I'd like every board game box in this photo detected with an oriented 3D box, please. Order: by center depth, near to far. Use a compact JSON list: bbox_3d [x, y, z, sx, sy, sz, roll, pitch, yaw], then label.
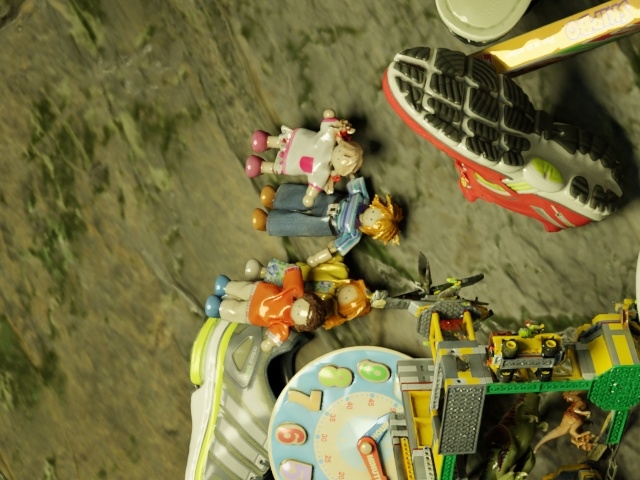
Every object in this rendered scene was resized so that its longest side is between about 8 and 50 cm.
[{"bbox_3d":[0.229,-0.192,1.762,0.259,0.124,0.039,-16,90,28],"label":"board game box"}]

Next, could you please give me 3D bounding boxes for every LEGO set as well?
[{"bbox_3d":[0.180,0.143,1.748,0.255,0.331,0.192,-7,45,-1],"label":"LEGO set"}]

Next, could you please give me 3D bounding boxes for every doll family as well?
[{"bbox_3d":[0.000,0.000,1.922,0.163,0.118,0.263,7,78,34],"label":"doll family"}]

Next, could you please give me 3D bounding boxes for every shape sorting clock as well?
[{"bbox_3d":[0.047,0.212,1.901,0.206,0.040,0.206,0,96,1],"label":"shape sorting clock"}]

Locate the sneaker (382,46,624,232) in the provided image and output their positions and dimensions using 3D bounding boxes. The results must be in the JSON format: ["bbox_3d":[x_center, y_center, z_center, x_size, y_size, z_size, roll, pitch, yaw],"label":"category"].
[{"bbox_3d":[0.160,-0.081,1.747,0.118,0.279,0.107,-31,36,48],"label":"sneaker"}]

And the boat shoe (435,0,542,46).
[{"bbox_3d":[0.218,-0.331,1.765,0.127,0.113,0.340,25,82,6],"label":"boat shoe"}]

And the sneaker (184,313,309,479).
[{"bbox_3d":[-0.073,0.225,1.964,0.121,0.111,0.300,1,96,24],"label":"sneaker"}]

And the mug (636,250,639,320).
[{"bbox_3d":[0.432,-0.002,1.550,0.328,0.276,0.374,-12,122,37],"label":"mug"}]
